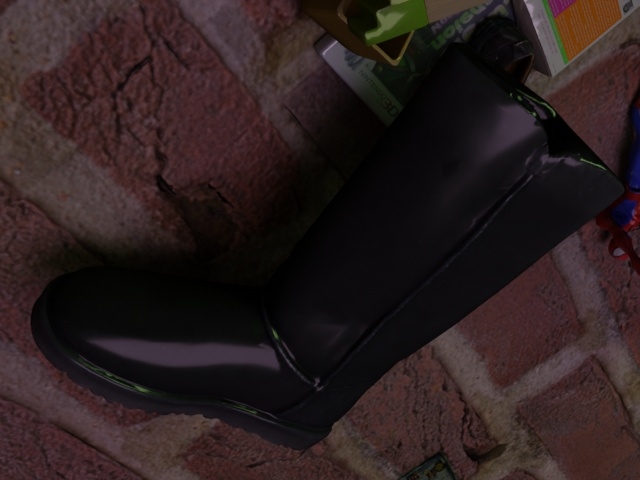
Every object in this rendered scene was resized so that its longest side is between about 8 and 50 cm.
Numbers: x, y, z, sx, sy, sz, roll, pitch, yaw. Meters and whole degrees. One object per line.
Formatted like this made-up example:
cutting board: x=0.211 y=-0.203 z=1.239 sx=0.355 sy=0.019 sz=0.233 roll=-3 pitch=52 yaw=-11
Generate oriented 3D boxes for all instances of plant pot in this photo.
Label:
plant pot: x=0.031 y=-0.206 z=0.706 sx=0.081 sy=0.083 sz=0.081 roll=32 pitch=83 yaw=-41

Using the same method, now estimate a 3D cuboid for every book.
book: x=0.258 y=-0.242 z=0.808 sx=0.144 sy=0.035 sz=0.096 roll=-37 pitch=129 yaw=-7

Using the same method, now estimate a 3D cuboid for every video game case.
video game case: x=0.115 y=-0.196 z=0.804 sx=0.190 sy=0.022 sz=0.173 roll=-41 pitch=134 yaw=11

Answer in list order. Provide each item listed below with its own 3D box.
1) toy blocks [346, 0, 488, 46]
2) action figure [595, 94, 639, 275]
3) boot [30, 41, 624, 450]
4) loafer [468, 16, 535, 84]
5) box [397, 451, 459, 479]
toy blocks: x=0.162 y=-0.331 z=0.573 sx=0.382 sy=0.190 sz=0.260 roll=-21 pitch=121 yaw=-3
action figure: x=0.409 y=-0.064 z=0.984 sx=0.092 sy=0.139 sz=0.280 roll=-11 pitch=134 yaw=-16
boot: x=0.002 y=0.000 z=0.772 sx=0.367 sy=0.146 sz=0.445 roll=24 pitch=125 yaw=-35
loafer: x=0.160 y=-0.132 z=0.822 sx=0.062 sy=0.061 sz=0.170 roll=-4 pitch=131 yaw=-23
box: x=0.156 y=0.406 z=1.291 sx=0.137 sy=0.094 sz=0.027 roll=-36 pitch=135 yaw=6
